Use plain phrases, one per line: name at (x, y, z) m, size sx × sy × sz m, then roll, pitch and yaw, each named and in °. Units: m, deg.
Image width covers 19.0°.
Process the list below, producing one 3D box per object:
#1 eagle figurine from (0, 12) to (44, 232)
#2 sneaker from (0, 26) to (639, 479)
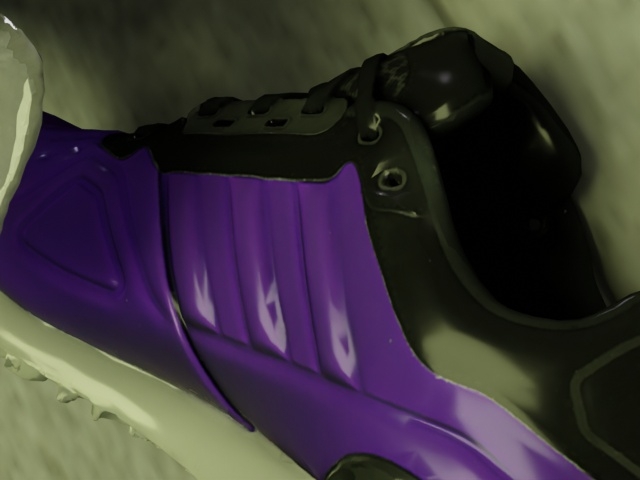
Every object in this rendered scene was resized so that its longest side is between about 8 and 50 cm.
eagle figurine at (-0.120, -0.131, 0.556) m, size 0.226 × 0.298 × 0.225 m, roll 18°, pitch 121°, yaw 23°
sneaker at (0.001, 0.000, 0.544) m, size 0.293 × 0.102 × 0.146 m, roll 34°, pitch 104°, yaw 37°
